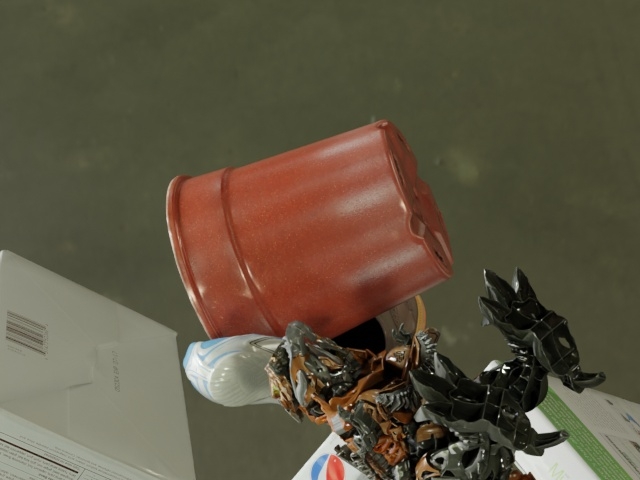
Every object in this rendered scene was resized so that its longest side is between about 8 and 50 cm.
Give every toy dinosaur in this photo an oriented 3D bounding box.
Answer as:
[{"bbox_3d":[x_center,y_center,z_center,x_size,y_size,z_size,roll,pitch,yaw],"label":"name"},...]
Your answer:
[{"bbox_3d":[0.114,0.149,1.140,0.322,0.218,0.164,18,45,-7],"label":"toy dinosaur"}]

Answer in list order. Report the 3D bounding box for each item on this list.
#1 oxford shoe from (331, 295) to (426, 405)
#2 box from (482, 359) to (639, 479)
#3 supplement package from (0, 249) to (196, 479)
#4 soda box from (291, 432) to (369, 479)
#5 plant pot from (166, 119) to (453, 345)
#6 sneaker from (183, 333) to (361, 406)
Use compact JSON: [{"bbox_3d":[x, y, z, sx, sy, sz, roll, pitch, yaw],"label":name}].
[{"bbox_3d":[0.060,0.100,1.853,0.130,0.133,0.364,-29,37,10],"label":"oxford shoe"},{"bbox_3d":[0.299,0.232,1.371,0.322,0.058,0.232,22,22,-49],"label":"box"},{"bbox_3d":[-0.203,0.157,0.961,0.149,0.203,0.194,28,20,-22],"label":"supplement package"},{"bbox_3d":[0.005,0.336,1.882,0.216,0.069,0.074,-51,58,11],"label":"soda box"},{"bbox_3d":[0.000,0.000,1.689,0.265,0.272,0.272,-22,48,14],"label":"plant pot"},{"bbox_3d":[-0.040,0.139,1.543,0.237,0.085,0.086,11,18,-40],"label":"sneaker"}]
